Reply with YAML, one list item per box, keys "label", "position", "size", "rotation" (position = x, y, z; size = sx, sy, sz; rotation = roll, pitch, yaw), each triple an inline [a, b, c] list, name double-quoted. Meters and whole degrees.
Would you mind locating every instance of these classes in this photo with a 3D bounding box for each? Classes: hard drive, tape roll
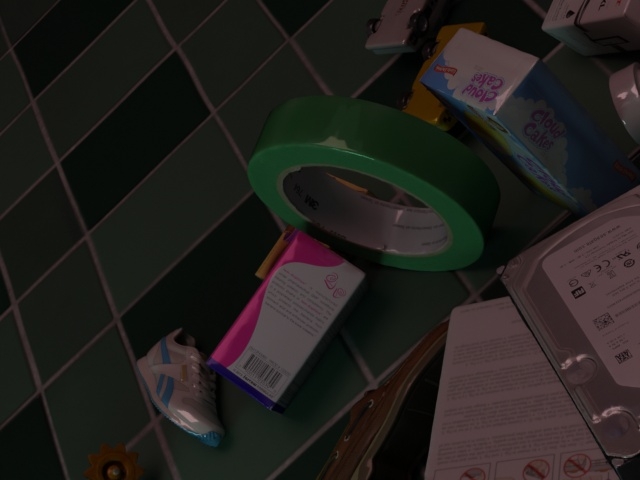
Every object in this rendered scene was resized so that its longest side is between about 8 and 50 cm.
- label: "hard drive"
  position: [0.346, 0.081, 1.451]
  size: [0.237, 0.064, 0.339]
  rotation: [-30, 37, 6]
- label: "tape roll"
  position: [0.067, -0.067, 1.794]
  size: [0.321, 0.321, 0.077]
  rotation: [0, 61, 44]

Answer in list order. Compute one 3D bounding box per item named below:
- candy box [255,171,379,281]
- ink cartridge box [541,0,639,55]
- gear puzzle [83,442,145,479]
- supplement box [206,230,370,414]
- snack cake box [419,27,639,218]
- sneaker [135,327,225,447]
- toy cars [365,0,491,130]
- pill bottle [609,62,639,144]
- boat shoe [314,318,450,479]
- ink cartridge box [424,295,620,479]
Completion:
- label: "candy box"
  position: [0.000, 0.000, 2.021]
  size: [0.109, 0.053, 0.186]
  rotation: [27, 81, 51]
- label: "ink cartridge box"
  position: [0.396, -0.327, 1.815]
  size: [0.148, 0.086, 0.203]
  rotation: [-65, 20, -7]
- label: "gear puzzle"
  position: [-0.338, 0.433, 1.921]
  size: [0.044, 0.175, 0.339]
  rotation: [-43, 27, 61]
- label: "supplement box"
  position: [-0.040, 0.112, 1.891]
  size: [0.111, 0.114, 0.220]
  rotation: [35, 85, 11]
- label: "snack cake box"
  position: [0.261, -0.136, 1.709]
  size: [0.089, 0.264, 0.152]
  rotation: [-52, 39, -1]
- label: "sneaker"
  position: [-0.190, 0.209, 2.011]
  size: [0.092, 0.087, 0.228]
  rotation: [-45, 41, 3]
- label: "toy cars"
  position: [0.168, -0.280, 2.063]
  size: [0.176, 0.087, 0.393]
  rotation: [-32, 39, 14]
- label: "pill bottle"
  position: [0.469, -0.201, 1.676]
  size: [0.221, 0.121, 0.121]
  rotation: [-25, 45, 28]
- label: "boat shoe"
  position: [0.084, 0.219, 1.718]
  size: [0.104, 0.111, 0.307]
  rotation: [25, 79, 49]
- label: "ink cartridge box"
  position: [0.272, 0.207, 1.490]
  size: [0.308, 0.091, 0.385]
  rotation: [-13, 42, 26]
